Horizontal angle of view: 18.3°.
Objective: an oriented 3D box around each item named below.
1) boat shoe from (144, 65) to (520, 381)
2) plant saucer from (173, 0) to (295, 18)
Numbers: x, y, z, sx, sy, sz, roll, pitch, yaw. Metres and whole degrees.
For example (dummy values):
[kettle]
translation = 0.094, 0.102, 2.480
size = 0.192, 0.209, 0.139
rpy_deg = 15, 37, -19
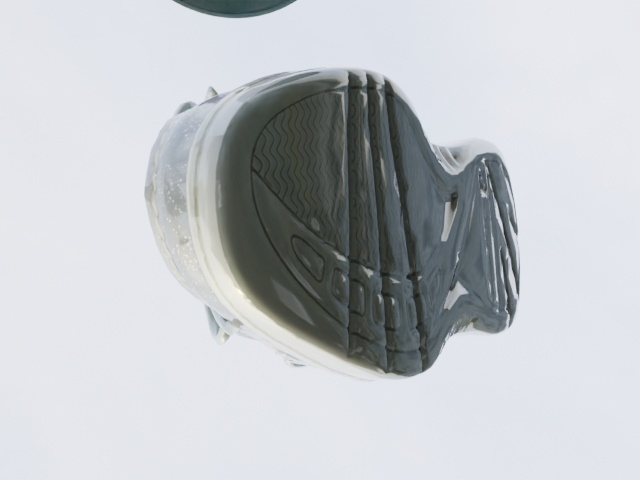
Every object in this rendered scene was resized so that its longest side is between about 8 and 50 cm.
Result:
[boat shoe]
translation = 0.000, -0.003, 0.814
size = 0.320, 0.103, 0.118
rpy_deg = -1, -94, -70
[plant saucer]
translation = -0.048, -0.163, 0.955
size = 0.119, 0.021, 0.119
rpy_deg = 3, -98, -19
